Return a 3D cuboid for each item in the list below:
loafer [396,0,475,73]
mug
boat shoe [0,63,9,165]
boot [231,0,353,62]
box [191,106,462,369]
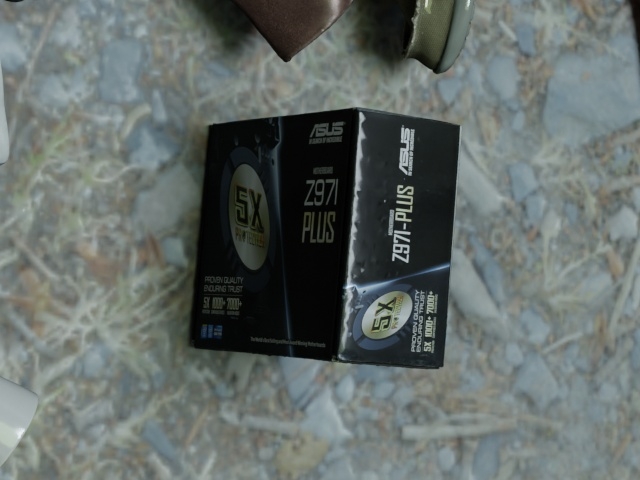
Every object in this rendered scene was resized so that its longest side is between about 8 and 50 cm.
[{"bbox_3d":[0.046,-0.231,1.266,0.087,0.094,0.251,-8,85,-7],"label":"loafer"},{"bbox_3d":[-0.212,0.105,1.116,0.064,0.062,0.078,37,65,-18],"label":"mug"},{"bbox_3d":[-0.209,-0.091,1.130,0.035,0.035,0.100,-13,104,-34],"label":"boat shoe"},{"bbox_3d":[-0.016,-0.262,1.196,0.207,0.090,0.248,41,84,-9],"label":"boot"},{"bbox_3d":[0.000,0.000,1.173,0.078,0.180,0.147,7,87,-32],"label":"box"}]
